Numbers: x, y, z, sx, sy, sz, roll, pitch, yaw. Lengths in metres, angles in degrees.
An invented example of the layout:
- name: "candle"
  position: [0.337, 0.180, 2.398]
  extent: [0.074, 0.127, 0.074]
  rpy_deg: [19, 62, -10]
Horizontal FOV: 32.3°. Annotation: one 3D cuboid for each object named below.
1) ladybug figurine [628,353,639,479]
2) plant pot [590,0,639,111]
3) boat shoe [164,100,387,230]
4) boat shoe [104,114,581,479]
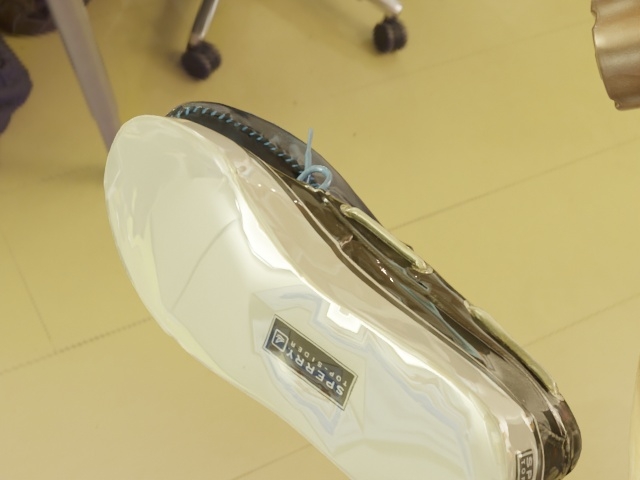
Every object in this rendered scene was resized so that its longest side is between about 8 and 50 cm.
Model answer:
- name: "ladybug figurine"
  position: [0.393, 0.113, 0.903]
  extent: [0.305, 0.162, 0.449]
  rpy_deg: [23, 79, -40]
- name: "plant pot"
  position: [0.356, -0.200, 1.056]
  extent: [0.167, 0.165, 0.167]
  rpy_deg: [29, 56, -55]
- name: "boat shoe"
  position: [0.000, 0.000, 0.715]
  extent: [0.258, 0.089, 0.109]
  rpy_deg: [36, 100, -6]
- name: "boat shoe"
  position: [0.001, 0.025, 0.424]
  extent: [0.219, 0.078, 0.070]
  rpy_deg: [42, 30, 26]
